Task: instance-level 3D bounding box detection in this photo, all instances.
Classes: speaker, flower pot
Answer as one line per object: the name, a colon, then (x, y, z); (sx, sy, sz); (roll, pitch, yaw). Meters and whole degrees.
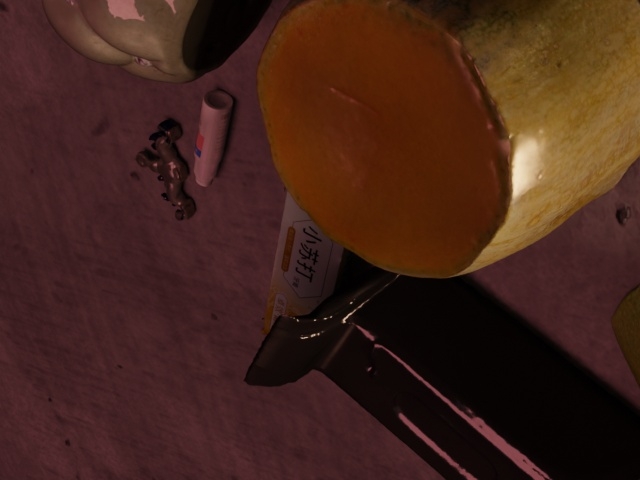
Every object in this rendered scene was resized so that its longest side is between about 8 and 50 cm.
speaker: (0.136, 0.180, 1.340); (0.388, 0.184, 0.180); (38, 140, 9)
flower pot: (-0.152, -0.271, 1.179); (0.195, 0.246, 0.246); (35, 139, 12)

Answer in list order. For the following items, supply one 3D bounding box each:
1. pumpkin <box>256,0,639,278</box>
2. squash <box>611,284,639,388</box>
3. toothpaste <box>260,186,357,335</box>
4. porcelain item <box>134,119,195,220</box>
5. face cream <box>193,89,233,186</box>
pumpkin: (0.104, -0.120, 1.113); (0.332, 0.199, 0.332); (21, 132, 25)
squash: (0.412, 0.151, 1.197); (0.189, 0.189, 0.261); (113, 144, -48)
toothpaste: (0.000, 0.000, 1.403); (0.089, 0.071, 0.313); (28, 137, 16)
porcelain item: (-0.192, -0.089, 1.532); (0.075, 0.021, 0.136); (19, 133, 30)
face cream: (-0.123, -0.111, 1.444); (0.034, 0.034, 0.130); (33, 140, 16)
